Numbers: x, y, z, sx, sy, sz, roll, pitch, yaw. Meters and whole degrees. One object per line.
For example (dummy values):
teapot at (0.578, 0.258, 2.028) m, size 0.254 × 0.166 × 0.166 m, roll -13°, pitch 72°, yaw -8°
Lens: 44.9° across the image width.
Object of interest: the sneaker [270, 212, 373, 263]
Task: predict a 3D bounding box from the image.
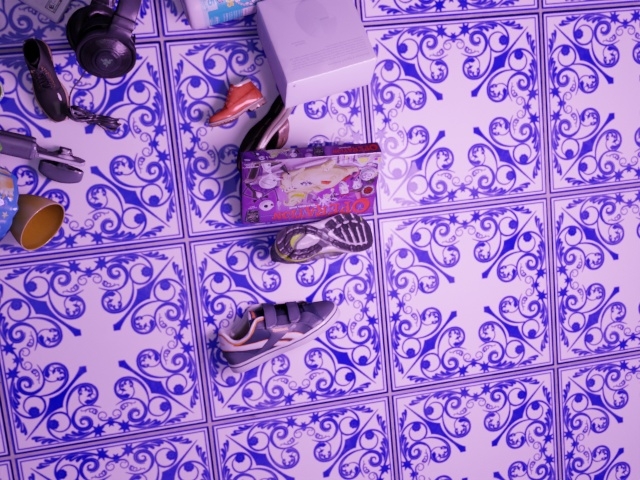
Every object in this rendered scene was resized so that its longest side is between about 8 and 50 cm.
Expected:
sneaker at (0.000, 0.000, 1.995) m, size 0.300 × 0.121 × 0.111 m, roll -6°, pitch 79°, yaw -29°

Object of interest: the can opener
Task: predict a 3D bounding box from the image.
can opener at (-0.696, -0.196, 1.812) m, size 0.284 × 0.076 × 0.095 m, roll 11°, pitch 107°, yaw -24°

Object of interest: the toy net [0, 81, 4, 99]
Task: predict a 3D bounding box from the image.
toy net at (-0.819, -0.277, 1.808) m, size 0.122 × 0.045 × 0.232 m, roll 13°, pitch 96°, yaw -14°

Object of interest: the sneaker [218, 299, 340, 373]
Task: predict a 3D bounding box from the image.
sneaker at (-0.110, 0.216, 1.990) m, size 0.321 × 0.126 × 0.127 m, roll -27°, pitch 109°, yaw -5°

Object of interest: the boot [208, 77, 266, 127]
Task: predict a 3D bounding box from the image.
boot at (-0.221, -0.340, 1.920) m, size 0.158 × 0.059 × 0.084 m, roll -33°, pitch 101°, yaw -14°

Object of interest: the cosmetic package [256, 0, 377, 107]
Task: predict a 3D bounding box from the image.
cosmetic package at (-0.013, -0.467, 1.849) m, size 0.224 × 0.138 × 0.224 m, roll -18°, pitch 75°, yaw -9°

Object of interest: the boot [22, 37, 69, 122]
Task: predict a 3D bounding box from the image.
boot at (-0.641, -0.368, 1.784) m, size 0.077 × 0.137 × 0.197 m, roll -21°, pitch 103°, yaw -8°

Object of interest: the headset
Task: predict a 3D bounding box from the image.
headset at (-0.478, -0.446, 1.775) m, size 0.185 × 0.243 × 0.394 m, roll 17°, pitch 110°, yaw -33°

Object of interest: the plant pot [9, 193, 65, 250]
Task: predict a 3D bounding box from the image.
plant pot at (-0.691, -0.058, 1.836) m, size 0.095 × 0.134 × 0.134 m, roll 35°, pitch 91°, yaw 13°

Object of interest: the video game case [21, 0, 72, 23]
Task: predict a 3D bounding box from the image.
video game case at (-0.646, -0.658, 1.796) m, size 0.206 × 0.026 × 0.227 m, roll 31°, pitch 92°, yaw -15°

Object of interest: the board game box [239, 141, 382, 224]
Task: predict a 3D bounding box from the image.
board game box at (-0.028, -0.141, 1.939) m, size 0.347 × 0.056 × 0.208 m, roll -6°, pitch 139°, yaw -11°

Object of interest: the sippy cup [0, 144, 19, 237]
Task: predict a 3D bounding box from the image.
sippy cup at (-0.812, -0.098, 1.729) m, size 0.224 × 0.306 × 0.240 m, roll 10°, pitch 71°, yaw -44°

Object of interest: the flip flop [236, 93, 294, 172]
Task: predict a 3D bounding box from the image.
flip flop at (-0.112, -0.277, 1.934) m, size 0.080 × 0.112 × 0.277 m, roll 38°, pitch 84°, yaw -29°

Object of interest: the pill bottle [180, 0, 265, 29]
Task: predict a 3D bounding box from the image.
pill bottle at (-0.202, -0.604, 1.834) m, size 0.264 × 0.146 × 0.146 m, roll -19°, pitch 102°, yaw -8°
